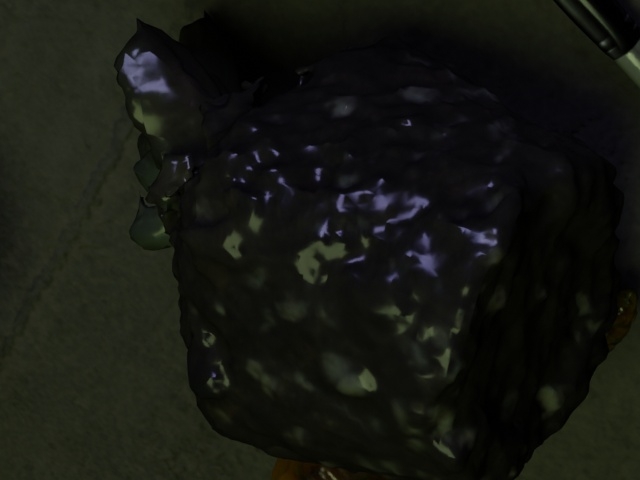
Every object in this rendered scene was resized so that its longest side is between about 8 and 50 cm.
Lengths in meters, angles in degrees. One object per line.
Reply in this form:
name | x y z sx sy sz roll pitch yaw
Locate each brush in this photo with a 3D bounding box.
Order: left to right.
brush | 0.176 -0.097 1.079 0.299 0.039 0.042 45 130 -9

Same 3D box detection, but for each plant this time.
plant | 0.000 0.000 1.126 0.312 0.213 0.215 22 132 25

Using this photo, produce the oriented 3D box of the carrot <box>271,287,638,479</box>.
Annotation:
carrot | 0.081 0.103 1.252 0.066 0.066 0.314 48 130 -10
